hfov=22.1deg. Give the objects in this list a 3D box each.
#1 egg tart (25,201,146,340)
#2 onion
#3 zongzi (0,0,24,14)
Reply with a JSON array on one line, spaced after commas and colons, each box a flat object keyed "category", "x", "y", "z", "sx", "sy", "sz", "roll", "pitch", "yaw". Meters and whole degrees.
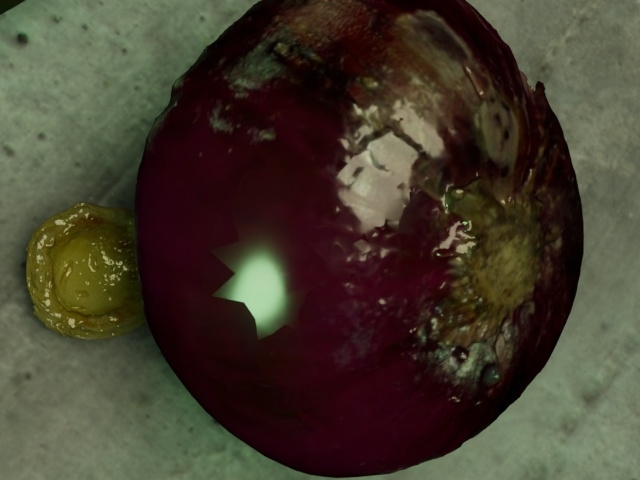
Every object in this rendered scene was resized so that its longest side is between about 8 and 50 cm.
[{"category": "egg tart", "x": -0.160, "y": 0.024, "z": 1.148, "sx": 0.105, "sy": 0.039, "sz": 0.105, "roll": 5, "pitch": 79, "yaw": -25}, {"category": "onion", "x": 0.000, "y": 0.000, "z": 1.091, "sx": 0.260, "sy": 0.282, "sz": 0.336, "roll": -32, "pitch": 128, "yaw": -28}, {"category": "zongzi", "x": -0.153, "y": -0.273, "z": 1.054, "sx": 0.360, "sy": 0.323, "sz": 0.160, "roll": -25, "pitch": 85, "yaw": -31}]
